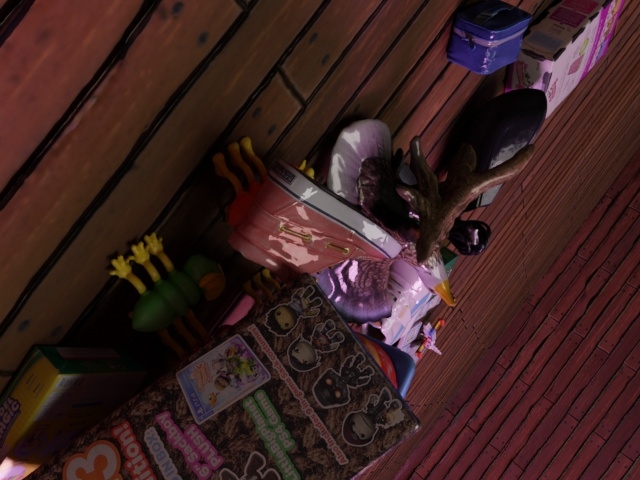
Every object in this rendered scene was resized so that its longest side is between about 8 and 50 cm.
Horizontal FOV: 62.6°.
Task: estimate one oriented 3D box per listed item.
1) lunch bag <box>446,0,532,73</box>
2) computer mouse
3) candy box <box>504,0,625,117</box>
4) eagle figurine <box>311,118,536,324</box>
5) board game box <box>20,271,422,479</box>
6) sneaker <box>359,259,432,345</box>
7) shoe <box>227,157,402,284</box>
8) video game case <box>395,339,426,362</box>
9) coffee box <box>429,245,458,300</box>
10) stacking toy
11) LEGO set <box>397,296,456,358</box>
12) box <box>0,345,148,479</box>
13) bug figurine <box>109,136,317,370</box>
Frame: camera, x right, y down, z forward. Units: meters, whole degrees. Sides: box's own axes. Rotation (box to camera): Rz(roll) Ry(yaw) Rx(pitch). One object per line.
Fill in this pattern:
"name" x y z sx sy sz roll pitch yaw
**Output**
"lunch bag" 0.201 -0.250 0.633 0.098 0.067 0.065 -33 146 -32
"computer mouse" 0.241 -0.119 0.799 0.272 0.072 0.188 -62 -166 6
"candy box" 0.400 -0.314 0.867 0.233 0.071 0.159 -46 152 -17
"eagle figurine" 0.097 -0.007 0.672 0.227 0.225 0.298 0 171 -13
"board game box" -0.071 0.188 0.477 0.291 0.141 0.232 -36 163 -2
"sneaker" 0.128 0.108 0.914 0.092 0.087 0.228 -26 140 -38
"shoe" 0.000 0.000 0.460 0.081 0.063 0.178 -53 141 8
"video game case" 0.187 0.341 1.342 0.193 0.023 0.212 -59 153 10
"coffee box" 0.197 0.094 1.053 0.184 0.040 0.113 -29 144 -38
"stacking toy" -0.001 0.181 0.752 0.175 0.166 0.302 -63 144 -15
"LEGO set" 0.260 0.206 1.243 0.244 0.060 0.182 -14 128 -55
"box" -0.242 0.176 0.459 0.179 0.043 0.105 -57 154 2
"bug figurine" -0.081 0.047 0.530 0.216 0.072 0.279 -39 150 -26
